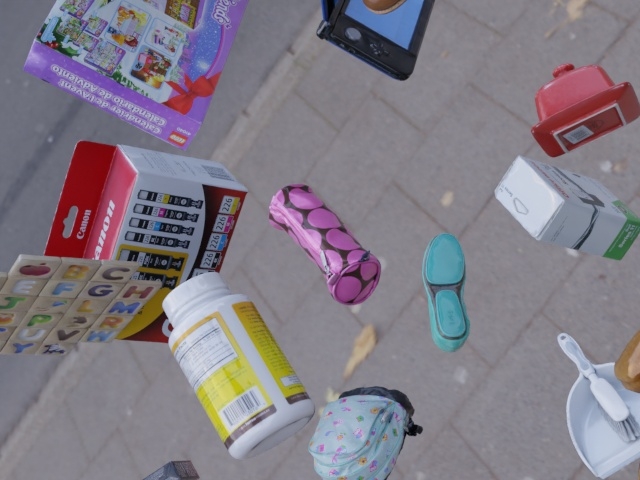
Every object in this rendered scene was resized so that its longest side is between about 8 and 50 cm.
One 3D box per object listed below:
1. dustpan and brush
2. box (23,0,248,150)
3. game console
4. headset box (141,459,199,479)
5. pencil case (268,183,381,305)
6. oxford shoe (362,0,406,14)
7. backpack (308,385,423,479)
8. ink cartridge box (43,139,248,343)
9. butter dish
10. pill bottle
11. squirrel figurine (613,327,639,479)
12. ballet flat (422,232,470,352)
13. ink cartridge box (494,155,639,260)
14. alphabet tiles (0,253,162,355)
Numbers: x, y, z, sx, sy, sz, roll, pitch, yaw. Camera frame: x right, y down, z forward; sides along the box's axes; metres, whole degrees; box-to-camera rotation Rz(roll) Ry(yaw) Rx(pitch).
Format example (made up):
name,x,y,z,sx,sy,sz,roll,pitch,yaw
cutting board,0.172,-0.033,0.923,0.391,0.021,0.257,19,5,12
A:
name,x,y,z,sx,sy,sz,roll,pitch,yaw
dustpan and brush,0.378,0.200,1.358,0.147,0.060,0.211,-34,31,5
box,-0.202,-0.265,1.197,0.057,0.201,0.293,-48,21,47
game console,0.100,-0.455,1.685,0.173,0.250,0.293,-52,13,46
headset box,-0.214,0.342,1.432,0.062,0.083,0.032,-34,74,6
pencil case,0.000,0.000,1.471,0.209,0.098,0.095,46,126,40
oxford shoe,0.093,-0.339,1.112,0.076,0.076,0.212,40,128,11
backpack,0.056,0.311,1.556,0.152,0.115,0.182,-15,28,33
ink cartridge box,-0.309,0.009,1.708,0.130,0.272,0.309,45,121,52
butter dish,0.393,-0.218,1.548,0.160,0.160,0.118,-26,68,18
pill bottle,-0.106,0.148,1.223,0.117,0.117,0.215,-40,71,22
squirrel figurine,0.419,0.134,0.859,0.281,0.370,0.397,39,122,15
ballet flat,0.231,0.104,1.885,0.083,0.087,0.247,2,52,-2
ink cartridge box,0.426,-0.055,1.734,0.087,0.208,0.153,-61,37,24
alphabet tiles,-0.413,0.106,1.518,0.342,0.285,0.011,-43,50,48
